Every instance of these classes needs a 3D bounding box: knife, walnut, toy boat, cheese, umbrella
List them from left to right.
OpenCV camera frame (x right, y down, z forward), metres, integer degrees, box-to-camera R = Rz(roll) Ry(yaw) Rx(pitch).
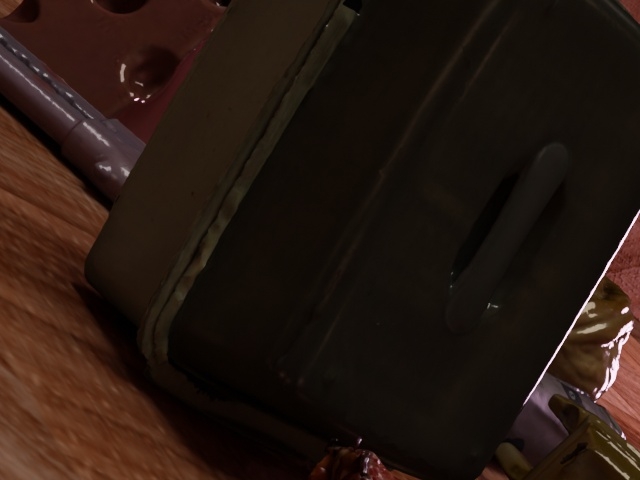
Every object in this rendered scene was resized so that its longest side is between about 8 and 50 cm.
[{"bbox_3d":[-0.228,-0.145,1.066,0.398,0.038,0.132,42,13,6],"label":"knife"},{"bbox_3d":[-0.124,-0.129,1.226,0.128,0.203,0.177,39,-23,14],"label":"cheese"},{"bbox_3d":[0.117,0.110,1.176,0.067,0.073,0.337,23,-3,39],"label":"umbrella"},{"bbox_3d":[0.179,0.071,1.383,0.155,0.155,0.184,42,11,4],"label":"walnut"},{"bbox_3d":[0.236,0.223,1.078,0.310,0.089,0.115,44,7,18],"label":"toy boat"}]

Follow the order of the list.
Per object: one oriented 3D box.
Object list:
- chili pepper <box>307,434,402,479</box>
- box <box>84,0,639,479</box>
[{"bbox_3d":[0.046,0.144,0.743,0.123,0.073,0.070,37,52,-11],"label":"chili pepper"},{"bbox_3d":[0.038,-0.028,0.844,0.220,0.290,0.166,31,-1,-44],"label":"box"}]
